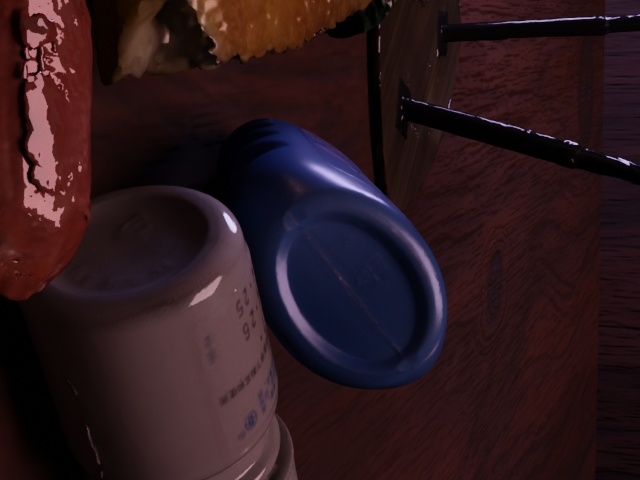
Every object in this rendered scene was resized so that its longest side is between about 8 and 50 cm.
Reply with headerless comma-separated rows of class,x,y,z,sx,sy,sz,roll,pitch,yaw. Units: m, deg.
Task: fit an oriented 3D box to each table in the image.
table,0.192,-0.193,1.268,0.317,0.249,0.317,2,90,-73

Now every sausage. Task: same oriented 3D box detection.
sausage,-0.121,-0.049,0.565,0.076,0.076,0.141,7,87,-73

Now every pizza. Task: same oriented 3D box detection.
pizza,-0.050,-0.226,0.757,0.258,0.087,0.268,-38,127,-67

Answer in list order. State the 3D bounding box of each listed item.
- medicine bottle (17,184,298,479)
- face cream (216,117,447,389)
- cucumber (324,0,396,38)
medicine bottle,-0.071,0.068,0.694,0.105,0.105,0.168,-66,152,-50
face cream,0.000,0.000,0.824,0.149,0.083,0.264,53,1,-14
cucumber,0.015,-0.252,0.991,0.074,0.074,0.241,-62,148,-55
